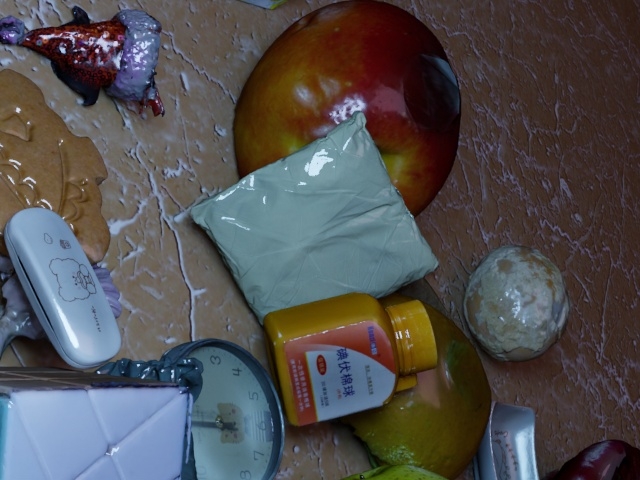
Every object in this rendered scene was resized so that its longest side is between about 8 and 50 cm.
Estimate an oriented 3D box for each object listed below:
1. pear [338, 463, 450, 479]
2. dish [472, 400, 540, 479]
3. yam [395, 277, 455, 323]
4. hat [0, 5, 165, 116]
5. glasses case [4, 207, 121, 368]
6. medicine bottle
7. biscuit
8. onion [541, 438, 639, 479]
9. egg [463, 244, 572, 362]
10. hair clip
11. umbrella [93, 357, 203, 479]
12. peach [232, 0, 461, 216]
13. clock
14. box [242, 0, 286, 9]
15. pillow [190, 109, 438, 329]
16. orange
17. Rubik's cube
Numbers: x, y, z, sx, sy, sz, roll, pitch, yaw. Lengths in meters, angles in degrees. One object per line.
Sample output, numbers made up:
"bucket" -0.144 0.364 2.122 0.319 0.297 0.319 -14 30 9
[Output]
"pear" 0.105 0.442 1.565 0.294 0.294 0.294 26 54 -42
"dish" 0.318 0.392 2.015 0.151 0.077 0.212 18 59 -48
"yam" 0.167 0.105 1.933 0.300 0.066 0.066 52 39 -39
"hat" -0.315 -0.246 1.528 0.227 0.129 0.140 5 93 -32
"glasses case" -0.282 0.051 1.274 0.074 0.049 0.193 -13 69 -48
"medicine bottle" 0.043 0.156 1.626 0.112 0.222 0.149 -126 -155 -67
"biscuit" -0.378 -0.080 1.347 0.306 0.043 0.284 -13 68 -48
"onion" 0.477 0.480 2.101 0.272 0.195 0.272 -18 114 -48
"egg" 0.353 0.111 2.102 0.195 0.195 0.233 46 28 -28
"hair clip" -0.340 0.084 1.338 0.173 0.069 0.300 51 40 -12
"umbrella" -0.184 0.308 1.393 0.094 0.143 0.349 163 -83 -88
"peach" 0.061 -0.189 1.786 0.335 0.310 0.406 49 42 -19
"clock" -0.135 0.238 1.542 0.226 0.049 0.226 28 52 -43
"box" -0.122 -0.524 1.887 0.168 0.097 0.265 0 73 -51
"pillow" -0.002 0.000 1.642 0.281 0.274 0.076 61 1 -27
"orange" 0.145 0.237 1.812 0.262 0.196 0.335 -44 116 -37
"Rubik's cube" -0.288 0.245 1.153 0.221 0.224 0.231 8 85 -50
